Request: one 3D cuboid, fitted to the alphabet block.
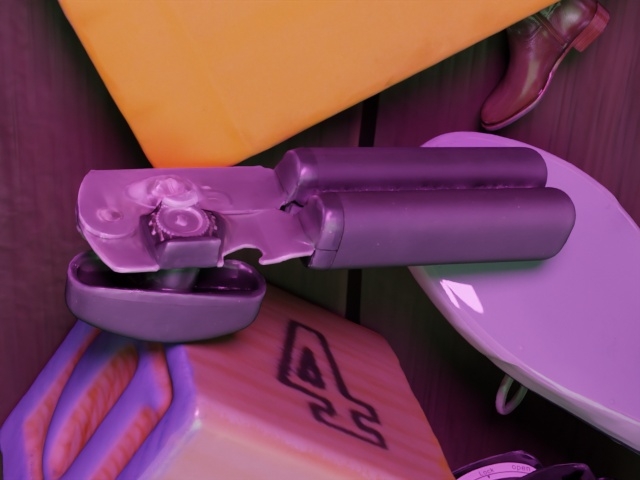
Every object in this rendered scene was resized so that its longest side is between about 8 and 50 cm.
[{"bbox_3d":[-0.061,0.142,0.835,0.197,0.193,0.192,28,112,-29],"label":"alphabet block"}]

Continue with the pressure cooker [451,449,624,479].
[{"bbox_3d":[0.168,0.359,0.870,0.370,0.375,0.420,27,145,-1],"label":"pressure cooker"}]

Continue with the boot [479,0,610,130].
[{"bbox_3d":[0.099,-0.132,0.803,0.114,0.037,0.106,34,106,-29],"label":"boot"}]

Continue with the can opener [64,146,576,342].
[{"bbox_3d":[0.000,0.000,0.751,0.284,0.076,0.095,-2,133,-24],"label":"can opener"}]

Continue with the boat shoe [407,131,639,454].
[{"bbox_3d":[0.188,0.069,0.894,0.367,0.156,0.135,33,73,-4],"label":"boat shoe"}]

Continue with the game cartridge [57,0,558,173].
[{"bbox_3d":[-0.001,-0.213,0.699,0.324,0.052,0.285,-27,118,-1],"label":"game cartridge"}]
